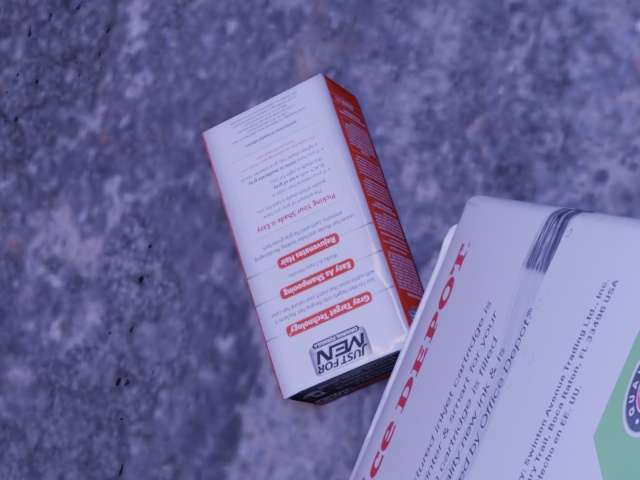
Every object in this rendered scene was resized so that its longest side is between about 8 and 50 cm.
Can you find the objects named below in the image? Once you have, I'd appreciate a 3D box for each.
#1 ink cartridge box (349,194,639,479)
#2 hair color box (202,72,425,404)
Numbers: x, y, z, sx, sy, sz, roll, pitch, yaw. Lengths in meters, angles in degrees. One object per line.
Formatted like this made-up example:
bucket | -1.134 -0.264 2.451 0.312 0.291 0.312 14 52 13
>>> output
ink cartridge box | 0.102 0.099 0.488 0.115 0.273 0.198 22 90 -12
hair color box | 0.000 0.000 0.681 0.072 0.043 0.141 -24 70 19
